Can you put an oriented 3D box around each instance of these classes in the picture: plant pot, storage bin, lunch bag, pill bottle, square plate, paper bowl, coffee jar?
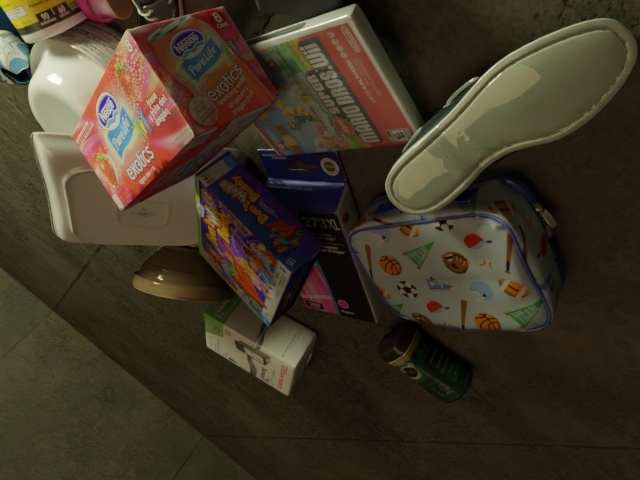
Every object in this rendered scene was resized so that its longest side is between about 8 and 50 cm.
[{"bbox_3d":[-0.315,0.066,1.207,0.237,0.237,0.109,14,96,29],"label":"plant pot"},{"bbox_3d":[-0.021,-0.316,0.588,0.135,0.098,0.091,13,159,6],"label":"storage bin"},{"bbox_3d":[0.201,0.020,0.769,0.303,0.115,0.243,-8,123,46],"label":"lunch bag"},{"bbox_3d":[-0.476,-0.436,0.805,0.119,0.119,0.208,7,136,35],"label":"pill bottle"},{"bbox_3d":[-0.353,-0.073,1.004,0.347,0.049,0.344,1,151,-20],"label":"square plate"},{"bbox_3d":[-0.417,-0.245,0.952,0.284,0.148,0.284,24,144,19],"label":"paper bowl"},{"bbox_3d":[0.212,0.249,1.045,0.184,0.079,0.096,37,147,-2],"label":"coffee jar"}]

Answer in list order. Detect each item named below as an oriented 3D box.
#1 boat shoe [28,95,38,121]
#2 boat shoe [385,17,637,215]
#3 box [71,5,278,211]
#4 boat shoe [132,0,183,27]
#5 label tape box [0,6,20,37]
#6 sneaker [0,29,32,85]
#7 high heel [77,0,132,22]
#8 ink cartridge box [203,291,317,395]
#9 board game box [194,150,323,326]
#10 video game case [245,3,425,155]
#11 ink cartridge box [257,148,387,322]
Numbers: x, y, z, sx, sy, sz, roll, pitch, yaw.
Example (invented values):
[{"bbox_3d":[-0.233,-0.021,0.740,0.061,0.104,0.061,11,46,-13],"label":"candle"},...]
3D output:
[{"bbox_3d":[-0.551,-0.254,1.125,0.076,0.083,0.226,14,152,10],"label":"boat shoe"},{"bbox_3d":[0.200,-0.145,0.593,0.302,0.091,0.114,-31,108,33],"label":"boat shoe"},{"bbox_3d":[-0.218,-0.173,0.726,0.300,0.154,0.142,-23,101,51],"label":"box"},{"bbox_3d":[-0.247,-0.360,0.738,0.084,0.079,0.233,36,147,-1],"label":"boat shoe"},{"bbox_3d":[-0.730,-0.538,0.907,0.348,0.115,0.249,34,145,0],"label":"label tape box"},{"bbox_3d":[-0.608,-0.338,1.010,0.086,0.085,0.237,62,160,-14],"label":"sneaker"},{"bbox_3d":[-0.369,-0.447,0.754,0.117,0.082,0.244,19,147,38],"label":"high heel"},{"bbox_3d":[-0.161,0.263,1.341,0.273,0.115,0.198,28,144,11],"label":"ink cartridge box"},{"bbox_3d":[-0.133,0.018,0.985,0.233,0.078,0.347,45,155,10],"label":"board game box"},{"bbox_3d":[-0.014,-0.202,0.713,0.285,0.025,0.204,4,148,42],"label":"video game case"},{"bbox_3d":[0.000,0.000,0.958,0.176,0.069,0.371,8,134,34],"label":"ink cartridge box"}]
